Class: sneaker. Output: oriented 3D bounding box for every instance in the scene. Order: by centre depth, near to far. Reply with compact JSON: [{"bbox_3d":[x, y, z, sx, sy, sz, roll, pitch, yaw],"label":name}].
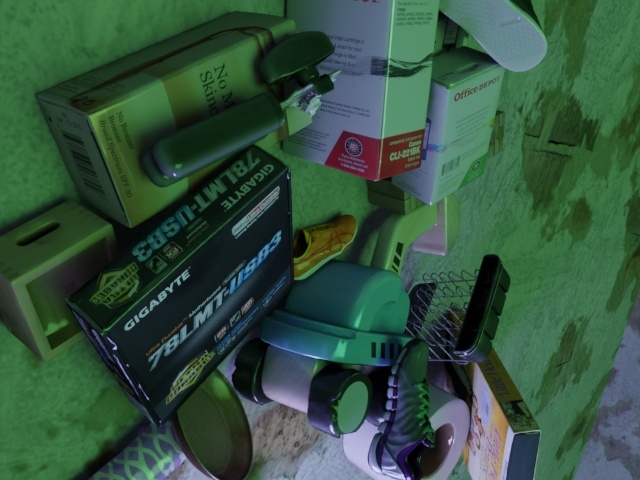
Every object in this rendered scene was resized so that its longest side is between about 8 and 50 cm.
[{"bbox_3d":[0.223,-0.390,0.986,0.295,0.104,0.147,40,32,-24],"label":"sneaker"},{"bbox_3d":[0.154,0.272,1.040,0.083,0.098,0.224,19,86,-50],"label":"sneaker"},{"bbox_3d":[0.000,0.000,1.122,0.175,0.064,0.068,-39,123,-33],"label":"sneaker"}]

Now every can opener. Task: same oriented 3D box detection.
[{"bbox_3d":[-0.086,-0.152,0.762,0.280,0.074,0.093,-38,99,-32],"label":"can opener"}]

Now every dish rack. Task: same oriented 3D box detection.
[{"bbox_3d":[0.236,0.143,1.294,0.074,0.271,0.208,40,60,-28],"label":"dish rack"}]

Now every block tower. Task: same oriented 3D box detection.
[{"bbox_3d":[0.235,-0.167,1.275,0.335,0.097,0.091,-34,130,-34],"label":"block tower"}]

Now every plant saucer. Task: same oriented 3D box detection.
[{"bbox_3d":[-0.171,0.279,1.003,0.036,0.199,0.198,-29,140,14],"label":"plant saucer"}]

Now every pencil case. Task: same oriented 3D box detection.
[{"bbox_3d":[-0.283,0.342,0.960,0.206,0.088,0.086,-38,174,-30],"label":"pencil case"}]

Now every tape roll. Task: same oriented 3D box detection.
[{"bbox_3d":[0.190,0.422,1.446,0.246,0.169,0.246,-23,125,-39],"label":"tape roll"}]

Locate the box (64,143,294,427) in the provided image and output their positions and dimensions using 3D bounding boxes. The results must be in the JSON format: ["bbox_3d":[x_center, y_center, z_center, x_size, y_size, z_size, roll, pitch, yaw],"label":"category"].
[{"bbox_3d":[-0.152,0.067,0.853,0.295,0.073,0.293,-46,159,-27],"label":"box"}]

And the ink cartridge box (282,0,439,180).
[{"bbox_3d":[0.052,-0.248,0.954,0.114,0.196,0.273,-21,123,-42],"label":"ink cartridge box"}]

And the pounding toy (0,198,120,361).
[{"bbox_3d":[-0.292,0.060,0.812,0.181,0.094,0.206,-38,142,-36],"label":"pounding toy"}]

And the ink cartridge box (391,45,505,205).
[{"bbox_3d":[0.207,-0.188,1.072,0.154,0.093,0.213,-30,140,-34],"label":"ink cartridge box"}]

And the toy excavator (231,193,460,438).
[{"bbox_3d":[0.096,0.094,1.180,0.432,0.222,0.446,15,88,-51],"label":"toy excavator"}]

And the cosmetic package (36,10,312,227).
[{"bbox_3d":[-0.164,-0.160,0.812,0.296,0.129,0.153,-37,131,-31],"label":"cosmetic package"}]

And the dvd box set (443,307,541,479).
[{"bbox_3d":[0.363,0.393,1.471,0.062,0.420,0.308,-5,118,-5],"label":"dvd box set"}]

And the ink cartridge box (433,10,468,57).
[{"bbox_3d":[0.152,-0.377,1.067,0.198,0.114,0.273,-10,115,-45],"label":"ink cartridge box"}]
